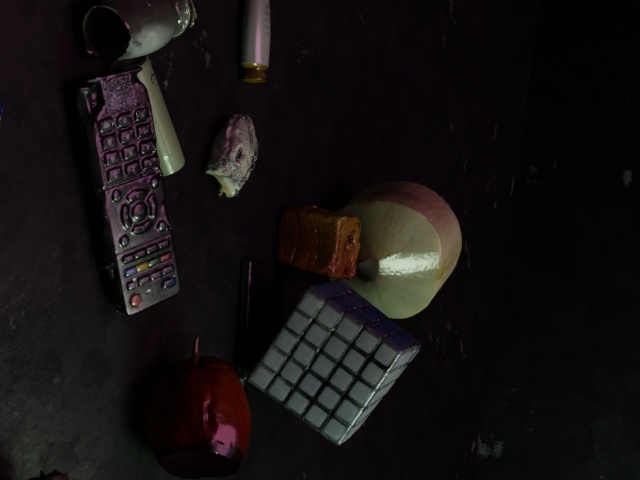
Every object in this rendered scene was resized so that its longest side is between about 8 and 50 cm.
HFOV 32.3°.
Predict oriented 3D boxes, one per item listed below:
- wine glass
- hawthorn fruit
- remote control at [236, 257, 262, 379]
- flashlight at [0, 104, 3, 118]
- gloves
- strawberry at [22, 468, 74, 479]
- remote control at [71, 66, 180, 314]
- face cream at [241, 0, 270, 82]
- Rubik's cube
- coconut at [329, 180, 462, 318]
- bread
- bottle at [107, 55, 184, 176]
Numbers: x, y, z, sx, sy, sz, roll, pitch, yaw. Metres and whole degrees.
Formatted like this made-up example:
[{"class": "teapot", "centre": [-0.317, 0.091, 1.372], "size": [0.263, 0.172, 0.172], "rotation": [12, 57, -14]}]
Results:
[{"class": "wine glass", "centre": [-0.295, -0.355, 1.787], "size": [0.204, 0.111, 0.111], "rotation": [-45, 131, -57]}, {"class": "hawthorn fruit", "centre": [-0.218, 0.295, 1.940], "size": [0.189, 0.189, 0.251], "rotation": [9, 67, -63]}, {"class": "remote control", "centre": [-0.143, 0.158, 2.232], "size": [0.063, 0.025, 0.245], "rotation": [3, 89, -59]}, {"class": "flashlight", "centre": [-0.471, -0.143, 1.541], "size": [0.057, 0.035, 0.121], "rotation": [39, 57, -59]}, {"class": "gloves", "centre": [-0.159, -0.165, 2.119], "size": [0.114, 0.070, 0.153], "rotation": [57, 41, -48]}, {"class": "strawberry", "centre": [-0.421, 0.485, 1.502], "size": [0.343, 0.292, 0.292], "rotation": [-30, 122, -32]}, {"class": "remote control", "centre": [-0.319, -0.076, 1.797], "size": [0.144, 0.062, 0.398], "rotation": [-23, 116, -40]}, {"class": "face cream", "centre": [-0.127, -0.404, 2.185], "size": [0.072, 0.051, 0.182], "rotation": [2, 89, -64]}, {"class": "Rubik's cube", "centre": [0.032, 0.238, 2.228], "size": [0.238, 0.237, 0.237], "rotation": [-56, 167, 9]}, {"class": "coconut", "centre": [0.167, 0.020, 2.535], "size": [0.323, 0.323, 0.323], "rotation": [-9, 100, -63]}, {"class": "bread", "centre": [0.000, 0.000, 2.373], "size": [0.158, 0.143, 0.149], "rotation": [14, 87, -63]}, {"class": "bottle", "centre": [-0.290, -0.208, 1.856], "size": [0.072, 0.072, 0.201], "rotation": [-57, 140, -45]}]
